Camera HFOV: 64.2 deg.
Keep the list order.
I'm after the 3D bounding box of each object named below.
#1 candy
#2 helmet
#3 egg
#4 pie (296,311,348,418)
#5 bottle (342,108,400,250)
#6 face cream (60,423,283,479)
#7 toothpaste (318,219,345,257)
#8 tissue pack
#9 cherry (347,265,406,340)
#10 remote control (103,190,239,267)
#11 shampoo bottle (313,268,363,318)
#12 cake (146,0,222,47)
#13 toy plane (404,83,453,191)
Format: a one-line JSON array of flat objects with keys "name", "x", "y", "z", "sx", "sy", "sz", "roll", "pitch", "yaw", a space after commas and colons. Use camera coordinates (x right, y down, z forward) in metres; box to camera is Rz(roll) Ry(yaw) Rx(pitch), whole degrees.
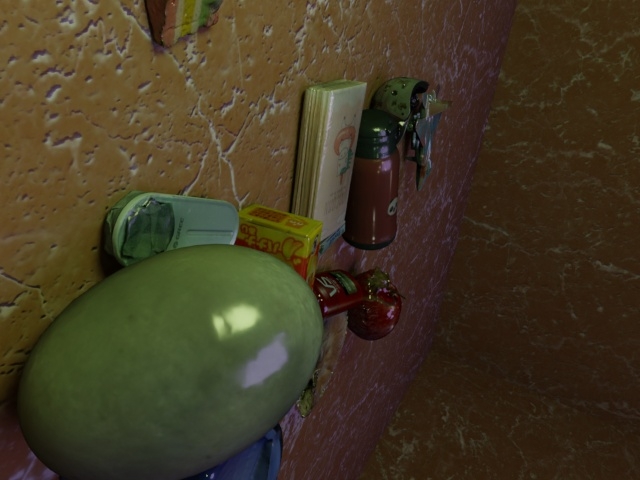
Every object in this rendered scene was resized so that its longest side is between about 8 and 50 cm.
[{"name": "candy", "x": -0.089, "y": 0.085, "z": 0.917, "sx": 0.088, "sy": 0.146, "sz": 0.276, "roll": -46, "pitch": 147, "yaw": -63}, {"name": "helmet", "x": 0.177, "y": -0.324, "z": 1.249, "sx": 0.153, "sy": 0.107, "sz": 0.177, "roll": -59, "pitch": 174, "yaw": -32}, {"name": "egg", "x": -0.166, "y": 0.140, "z": 0.603, "sx": 0.352, "sy": 0.258, "sz": 0.258, "roll": -27, "pitch": 143, "yaw": -13}, {"name": "pie", "x": -0.009, "y": 0.302, "z": 1.377, "sx": 0.337, "sy": 0.075, "sz": 0.337, "roll": 15, "pitch": 90, "yaw": -69}, {"name": "bottle", "x": 0.121, "y": -0.145, "z": 1.213, "sx": 0.144, "sy": 0.144, "sz": 0.336, "roll": -48, "pitch": 148, "yaw": -42}, {"name": "face cream", "x": -0.208, "y": 0.334, "z": 0.762, "sx": 0.249, "sy": 0.225, "sz": 0.249, "roll": -46, "pitch": 146, "yaw": -45}, {"name": "toothpaste", "x": 0.000, "y": 0.000, "z": 1.184, "sx": 0.164, "sy": 0.046, "sz": 0.034, "roll": -45, "pitch": 143, "yaw": -45}, {"name": "tissue pack", "x": 0.014, "y": -0.158, "z": 1.053, "sx": 0.170, "sy": 0.071, "sz": 0.325, "roll": -37, "pitch": 140, "yaw": -55}, {"name": "cherry", "x": 0.151, "y": 0.205, "z": 1.511, "sx": 0.175, "sy": 0.192, "sz": 0.249, "roll": -22, "pitch": 137, "yaw": -23}, {"name": "remote control", "x": -0.199, "y": -0.014, "z": 0.717, "sx": 0.247, "sy": 0.052, "sz": 0.104, "roll": 1, "pitch": 106, "yaw": -66}, {"name": "shampoo bottle", "x": 0.006, "y": 0.128, "z": 1.216, "sx": 0.076, "sy": 0.118, "sz": 0.314, "roll": -41, "pitch": 164, "yaw": 19}, {"name": "cake", "x": -0.155, "y": -0.343, "z": 0.568, "sx": 0.109, "sy": 0.090, "sz": 0.225, "roll": -49, "pitch": 168, "yaw": -45}, {"name": "toy plane", "x": 0.315, "y": -0.305, "z": 1.573, "sx": 0.223, "sy": 0.104, "sz": 0.326, "roll": -38, "pitch": 146, "yaw": -50}]
